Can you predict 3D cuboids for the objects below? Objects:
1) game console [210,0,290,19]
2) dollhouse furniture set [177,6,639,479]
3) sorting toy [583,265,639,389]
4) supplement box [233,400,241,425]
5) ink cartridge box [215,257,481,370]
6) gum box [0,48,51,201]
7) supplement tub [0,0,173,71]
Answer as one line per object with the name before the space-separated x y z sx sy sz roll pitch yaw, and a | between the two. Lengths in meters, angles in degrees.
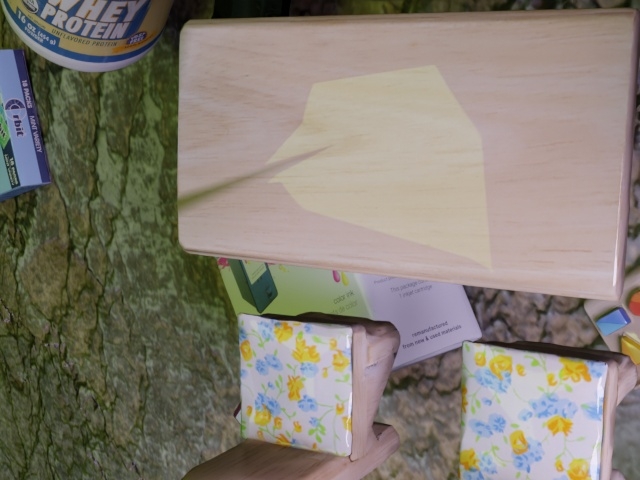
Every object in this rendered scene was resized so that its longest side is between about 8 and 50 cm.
game console | -0.039 -0.287 0.658 0.213 0.044 0.361 -118 31 -51
dollhouse furniture set | 0.088 -0.033 0.373 0.394 0.256 0.362 5 98 28
sorting toy | 0.192 0.044 0.558 0.083 0.012 0.062 -43 67 46
supplement box | -0.013 0.099 0.639 0.043 0.055 0.083 51 137 21
ink cartridge box | 0.000 0.000 0.708 0.154 0.093 0.212 -29 77 49
gum box | -0.393 -0.128 1.167 0.184 0.041 0.156 -10 92 49
supplement tub | -0.176 -0.247 0.785 0.144 0.144 0.199 63 149 17
